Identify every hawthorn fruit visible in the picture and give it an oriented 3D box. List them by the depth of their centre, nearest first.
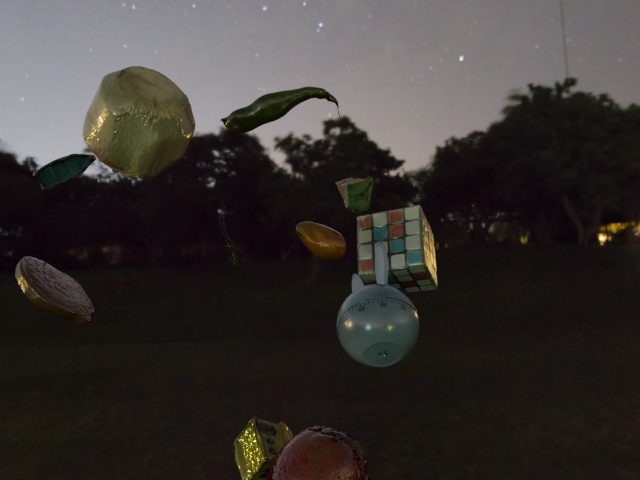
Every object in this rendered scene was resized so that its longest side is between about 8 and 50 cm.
[{"bbox_3d":[-0.014,0.672,1.408,0.315,0.316,0.316,-5,-1,0],"label":"hawthorn fruit"}]

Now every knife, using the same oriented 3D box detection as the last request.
[{"bbox_3d":[-0.334,0.003,1.873,0.021,0.222,0.045,-24,-15,21],"label":"knife"}]

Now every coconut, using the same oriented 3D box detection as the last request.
[{"bbox_3d":[-0.404,-0.248,1.146,0.227,0.227,0.230,-4,-39,-44],"label":"coconut"}]

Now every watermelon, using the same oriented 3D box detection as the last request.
[{"bbox_3d":[0.106,-0.180,1.699,0.097,0.158,0.121,-1,-37,-25],"label":"watermelon"}]

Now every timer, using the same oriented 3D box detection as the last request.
[{"bbox_3d":[0.124,0.140,1.026,0.175,0.175,0.255,-5,25,21],"label":"timer"}]

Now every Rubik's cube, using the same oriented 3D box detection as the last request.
[{"bbox_3d":[0.295,0.046,1.968,0.253,0.259,0.256,-8,-27,21],"label":"Rubik's cube"}]

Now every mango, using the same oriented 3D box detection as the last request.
[{"bbox_3d":[0.005,0.000,1.553,0.165,0.089,0.115,34,25,29],"label":"mango"}]

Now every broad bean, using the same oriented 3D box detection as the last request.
[{"bbox_3d":[-0.107,-0.345,1.355,0.317,0.098,0.056,-8,18,-2],"label":"broad bean"}]

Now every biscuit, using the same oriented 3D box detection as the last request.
[{"bbox_3d":[-0.791,0.146,1.540,0.273,0.049,0.257,42,-3,46],"label":"biscuit"}]

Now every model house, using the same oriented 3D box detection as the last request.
[{"bbox_3d":[-0.182,0.803,1.934,0.234,0.175,0.193,28,20,-36],"label":"model house"}]

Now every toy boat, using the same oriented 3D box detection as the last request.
[{"bbox_3d":[-0.790,-0.221,1.596,0.185,0.075,0.077,-34,33,-29],"label":"toy boat"}]
